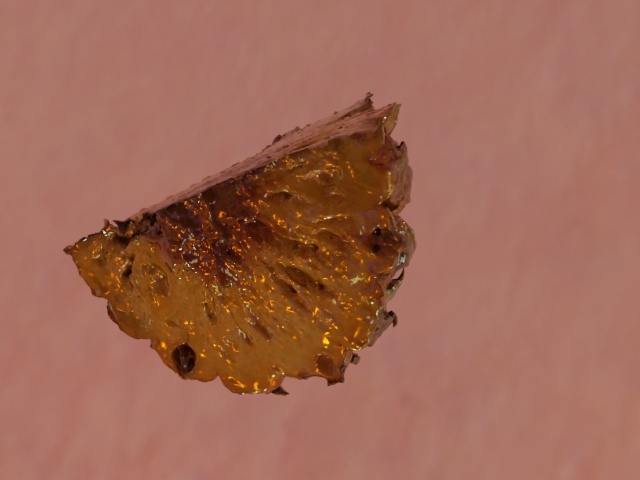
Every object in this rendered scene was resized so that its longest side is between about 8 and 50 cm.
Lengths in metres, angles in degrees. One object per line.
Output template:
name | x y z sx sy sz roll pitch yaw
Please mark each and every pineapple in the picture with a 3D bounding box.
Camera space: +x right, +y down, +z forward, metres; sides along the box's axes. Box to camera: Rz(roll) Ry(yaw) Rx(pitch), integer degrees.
pineapple | -0.005 0.002 1.126 0.249 0.164 0.140 -23 100 32
